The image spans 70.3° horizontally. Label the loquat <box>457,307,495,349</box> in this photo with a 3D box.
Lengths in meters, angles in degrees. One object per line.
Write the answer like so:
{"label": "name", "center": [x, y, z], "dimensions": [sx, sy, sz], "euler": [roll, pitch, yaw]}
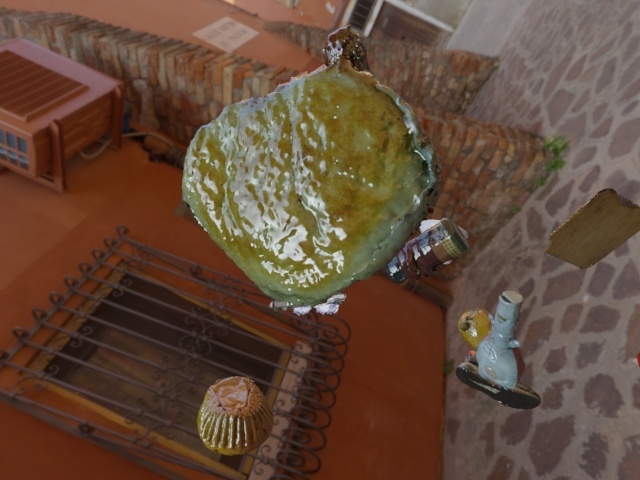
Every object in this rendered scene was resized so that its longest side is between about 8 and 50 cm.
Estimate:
{"label": "loquat", "center": [0.622, 0.347, 1.794], "dimensions": [0.149, 0.204, 0.172], "euler": [-47, 39, 31]}

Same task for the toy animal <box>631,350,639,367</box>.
{"label": "toy animal", "center": [0.722, 0.233, 0.866], "dimensions": [0.197, 0.171, 0.171], "euler": [-28, 7, 4]}

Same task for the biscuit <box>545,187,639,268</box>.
{"label": "biscuit", "center": [0.747, -0.022, 1.233], "dimensions": [0.237, 0.231, 0.013], "euler": [-53, 29, 33]}

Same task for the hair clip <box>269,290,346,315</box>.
{"label": "hair clip", "center": [-0.040, 0.199, 1.520], "dimensions": [0.084, 0.291, 0.107], "euler": [13, -110, -62]}

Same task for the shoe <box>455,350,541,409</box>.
{"label": "shoe", "center": [0.744, 0.559, 1.883], "dimensions": [0.171, 0.336, 0.132], "euler": [-52, -25, -38]}

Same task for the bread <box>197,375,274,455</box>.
{"label": "bread", "center": [-0.250, 0.520, 1.349], "dimensions": [0.240, 0.239, 0.139], "euler": [-74, -9, -70]}

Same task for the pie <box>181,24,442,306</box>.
{"label": "pie", "center": [-0.021, -0.094, 0.763], "dimensions": [0.418, 0.395, 0.180], "euler": [-34, -18, 10]}

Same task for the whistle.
{"label": "whistle", "center": [0.514, 0.288, 1.279], "dimensions": [0.142, 0.133, 0.347], "euler": [-79, -14, -55]}

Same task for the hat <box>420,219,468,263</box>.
{"label": "hat", "center": [0.455, 0.014, 1.738], "dimensions": [0.203, 0.203, 0.126], "euler": [125, 167, -73]}

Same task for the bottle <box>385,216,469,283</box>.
{"label": "bottle", "center": [0.335, 0.050, 1.473], "dimensions": [0.271, 0.143, 0.156], "euler": [-35, -20, 22]}
